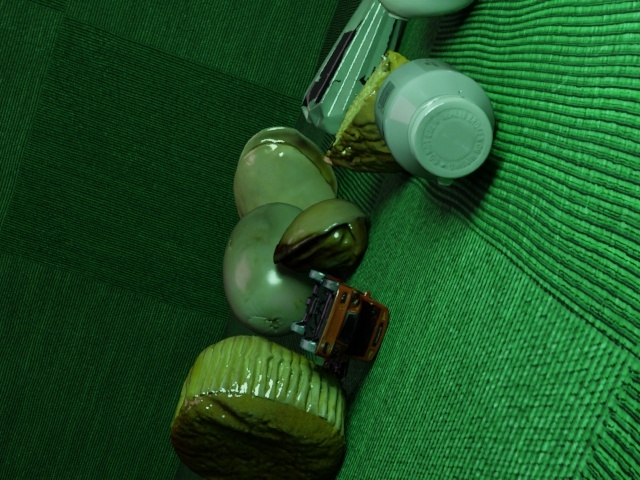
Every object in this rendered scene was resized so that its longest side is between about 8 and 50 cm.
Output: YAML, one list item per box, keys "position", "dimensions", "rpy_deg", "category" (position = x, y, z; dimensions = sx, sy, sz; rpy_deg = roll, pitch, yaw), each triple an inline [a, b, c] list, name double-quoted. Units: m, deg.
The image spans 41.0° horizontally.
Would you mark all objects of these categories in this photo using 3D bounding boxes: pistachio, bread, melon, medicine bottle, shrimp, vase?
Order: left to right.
- position: [-0.087, 0.265, 1.262]
  dimensions: [0.227, 0.253, 0.142]
  rpy_deg: [-55, 20, 36]
  category: "bread"
- position: [-0.090, 0.056, 1.751]
  dimensions: [0.317, 0.223, 0.223]
  rpy_deg: [-92, 22, -50]
  category: "melon"
- position: [-0.077, -0.103, 1.965]
  dimensions: [0.229, 0.238, 0.321]
  rpy_deg: [-96, -5, -57]
  category: "pistachio"
- position: [0.000, 0.000, 1.561]
  dimensions: [0.210, 0.131, 0.165]
  rpy_deg: [-20, -2, 32]
  category: "pistachio"
- position: [0.017, 0.219, 1.405]
  dimensions: [0.161, 0.034, 0.091]
  rpy_deg: [-81, 13, -50]
  category: "shrimp"
- position: [0.090, -0.399, 1.821]
  dimensions: [0.165, 0.165, 0.360]
  rpy_deg: [-104, 37, -73]
  category: "vase"
- position: [0.105, -0.190, 1.353]
  dimensions: [0.229, 0.139, 0.143]
  rpy_deg: [132, 157, -67]
  category: "bread"
- position: [0.143, -0.146, 1.055]
  dimensions: [0.215, 0.135, 0.135]
  rpy_deg: [-99, 29, -70]
  category: "medicine bottle"

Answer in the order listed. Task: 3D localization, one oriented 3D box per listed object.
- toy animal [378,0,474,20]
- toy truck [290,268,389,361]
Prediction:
- position: [0.174, -0.457, 1.290]
  dimensions: [0.267, 0.212, 0.213]
  rpy_deg: [96, -170, -79]
  category: "toy animal"
- position: [0.030, 0.115, 1.285]
  dimensions: [0.252, 0.114, 0.108]
  rpy_deg: [-160, 91, -82]
  category: "toy truck"
